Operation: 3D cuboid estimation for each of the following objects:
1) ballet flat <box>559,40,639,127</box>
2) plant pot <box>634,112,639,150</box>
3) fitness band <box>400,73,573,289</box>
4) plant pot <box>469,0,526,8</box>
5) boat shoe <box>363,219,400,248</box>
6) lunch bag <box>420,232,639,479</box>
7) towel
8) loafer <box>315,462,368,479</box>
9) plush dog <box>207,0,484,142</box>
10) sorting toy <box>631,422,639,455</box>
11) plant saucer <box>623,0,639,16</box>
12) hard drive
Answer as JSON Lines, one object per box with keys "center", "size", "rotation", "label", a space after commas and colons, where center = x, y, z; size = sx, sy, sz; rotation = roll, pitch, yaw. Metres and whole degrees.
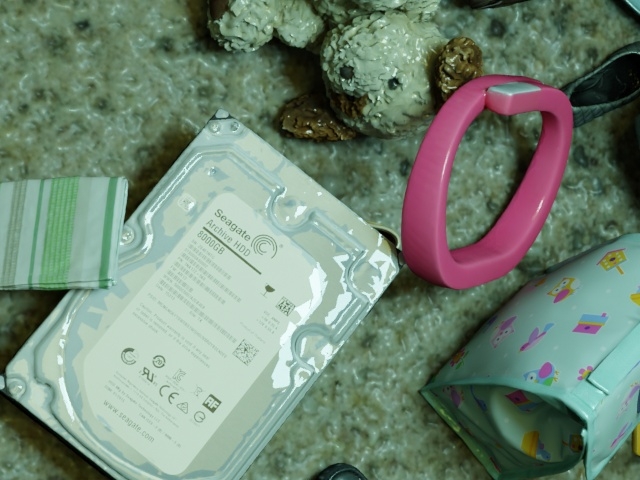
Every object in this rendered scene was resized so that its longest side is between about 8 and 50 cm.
{"center": [0.321, -0.171, 1.745], "size": [0.173, 0.049, 0.057], "rotation": [-33, 94, -23], "label": "ballet flat"}
{"center": [0.476, -0.108, 1.675], "size": [0.235, 0.293, 0.293], "rotation": [46, 68, 5], "label": "plant pot"}
{"center": [0.165, -0.058, 1.564], "size": [0.291, 0.054, 0.209], "rotation": [-10, 120, -60], "label": "fitness band"}
{"center": [0.204, -0.337, 1.679], "size": [0.167, 0.167, 0.165], "rotation": [-13, 92, -23], "label": "plant pot"}
{"center": [0.000, 0.000, 1.584], "size": [0.170, 0.059, 0.063], "rotation": [-2, 81, -21], "label": "boat shoe"}
{"center": [0.257, 0.116, 1.551], "size": [0.223, 0.262, 0.160], "rotation": [-42, 96, -23], "label": "lunch bag"}
{"center": [-0.254, -0.005, 1.463], "size": [0.152, 0.023, 0.113], "rotation": [-2, 63, 12], "label": "towel"}
{"center": [0.063, 0.318, 1.537], "size": [0.076, 0.078, 0.223], "rotation": [-24, 89, -24], "label": "loafer"}
{"center": [0.048, -0.207, 1.575], "size": [0.210, 0.262, 0.225], "rotation": [-24, 98, -52], "label": "plush dog"}
{"center": [0.455, 0.183, 1.709], "size": [0.348, 0.047, 0.196], "rotation": [11, 89, -31], "label": "sorting toy"}
{"center": [0.428, -0.370, 1.828], "size": [0.317, 0.044, 0.317], "rotation": [4, 78, -20], "label": "plant saucer"}
{"center": [-0.108, 0.076, 1.489], "size": [0.237, 0.064, 0.339], "rotation": [39, 76, -2], "label": "hard drive"}
